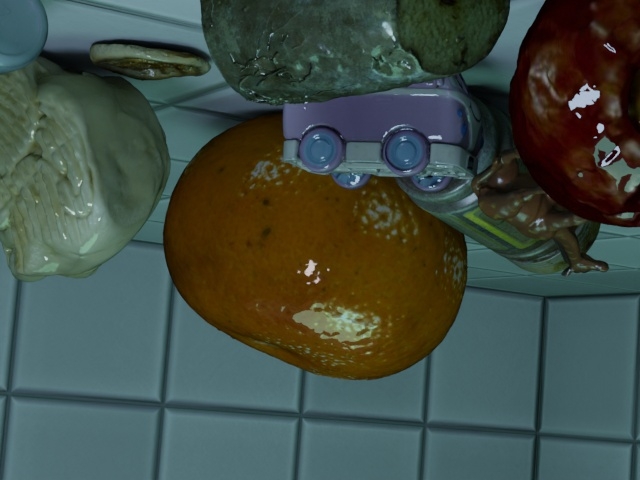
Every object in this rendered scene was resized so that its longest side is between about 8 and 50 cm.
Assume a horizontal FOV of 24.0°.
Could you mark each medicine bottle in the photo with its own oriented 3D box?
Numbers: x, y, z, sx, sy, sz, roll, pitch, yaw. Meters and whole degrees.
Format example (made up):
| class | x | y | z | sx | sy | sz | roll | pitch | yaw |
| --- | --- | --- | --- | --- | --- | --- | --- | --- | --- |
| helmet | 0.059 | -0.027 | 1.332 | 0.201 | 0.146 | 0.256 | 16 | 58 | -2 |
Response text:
| class | x | y | z | sx | sy | sz | roll | pitch | yaw |
| --- | --- | --- | --- | --- | --- | --- | --- | --- | --- |
| medicine bottle | 0.223 | -0.070 | 1.884 | 0.151 | 0.151 | 0.322 | 0 | 164 | 33 |
| medicine bottle | -0.359 | -0.204 | 1.518 | 0.090 | 0.090 | 0.216 | 9 | 173 | -36 |

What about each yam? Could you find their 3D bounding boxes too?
| class | x | y | z | sx | sy | sz | roll | pitch | yaw |
| --- | --- | --- | --- | --- | --- | --- | --- | --- | --- |
| yam | 0.012 | -0.184 | 1.234 | 0.254 | 0.154 | 0.154 | 1 | 173 | 38 |

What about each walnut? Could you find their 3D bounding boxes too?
| class | x | y | z | sx | sy | sz | roll | pitch | yaw |
| --- | --- | --- | --- | --- | --- | --- | --- | --- | --- |
| walnut | 0.273 | -0.139 | 1.288 | 0.222 | 0.244 | 0.269 | 44 | 174 | -7 |

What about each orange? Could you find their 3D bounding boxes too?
| class | x | y | z | sx | sy | sz | roll | pitch | yaw |
| --- | --- | --- | --- | --- | --- | --- | --- | --- | --- |
| orange | 0.000 | 0.000 | 2.022 | 0.423 | 0.326 | 0.424 | 22 | 166 | 6 |

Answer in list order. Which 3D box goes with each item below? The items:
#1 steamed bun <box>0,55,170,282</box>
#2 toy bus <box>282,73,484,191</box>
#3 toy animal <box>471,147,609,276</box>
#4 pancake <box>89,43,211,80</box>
| class | x | y | z | sx | sy | sz | roll | pitch | yaw |
| --- | --- | --- | --- | --- | --- | --- | --- | --- | --- |
| steamed bun | -0.308 | -0.089 | 1.786 | 0.289 | 0.276 | 0.203 | -16 | 173 | 38 |
| toy bus | 0.070 | -0.132 | 1.623 | 0.202 | 0.142 | 0.142 | 3 | 173 | 18 |
| toy animal | 0.259 | -0.024 | 1.655 | 0.224 | 0.066 | 0.229 | 19 | 159 | -14 |
| pancake | -0.193 | -0.203 | 1.708 | 0.139 | 0.022 | 0.139 | 5 | 174 | 0 |
